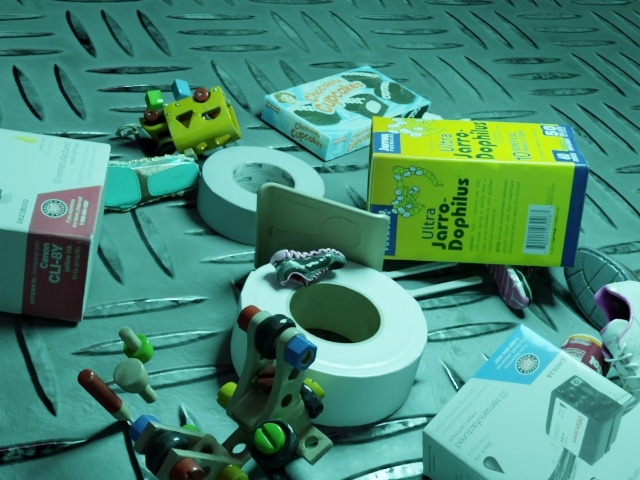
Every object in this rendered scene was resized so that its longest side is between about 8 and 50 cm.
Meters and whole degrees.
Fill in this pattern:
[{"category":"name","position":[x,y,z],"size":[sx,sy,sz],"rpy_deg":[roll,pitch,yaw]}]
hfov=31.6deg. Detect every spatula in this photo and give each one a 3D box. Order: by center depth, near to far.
[{"category":"spatula","position":[0.148,0.058,1.928],"size":[0.242,0.019,0.168],"rpy_deg":[-9,34,-31]}]

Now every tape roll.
[{"category":"tape roll","position":[0.011,0.142,1.677],"size":[0.286,0.100,0.286],"rpy_deg":[9,35,-7]},{"category":"tape roll","position":[-0.105,-0.080,1.985],"size":[0.219,0.072,0.219],"rpy_deg":[9,33,-6]}]

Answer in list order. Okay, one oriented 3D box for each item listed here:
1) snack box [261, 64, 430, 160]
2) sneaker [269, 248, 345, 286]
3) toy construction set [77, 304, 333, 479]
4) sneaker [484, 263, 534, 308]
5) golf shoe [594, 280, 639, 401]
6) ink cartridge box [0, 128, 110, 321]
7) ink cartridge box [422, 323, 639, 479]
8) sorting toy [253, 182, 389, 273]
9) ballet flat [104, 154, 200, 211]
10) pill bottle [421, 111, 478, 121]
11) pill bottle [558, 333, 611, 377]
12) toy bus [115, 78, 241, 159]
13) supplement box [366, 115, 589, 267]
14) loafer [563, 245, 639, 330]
[{"category":"snack box","position":[0.055,-0.268,2.329],"size":[0.187,0.060,0.322],"rpy_deg":[35,39,29]},{"category":"sneaker","position":[-0.016,0.045,1.689],"size":[0.119,0.047,0.057],"rpy_deg":[-3,59,-22]},{"category":"toy construction set","position":[-0.128,0.234,1.456],"size":[0.309,0.237,0.257],"rpy_deg":[8,61,22]},{"category":"sneaker","position":[0.341,0.056,1.954],"size":[0.074,0.063,0.170],"rpy_deg":[-2,31,-12]},{"category":"golf shoe","position":[0.482,0.196,1.702],"size":[0.140,0.115,0.306],"rpy_deg":[14,53,-18]},{"category":"ink cartridge box","position":[-0.526,-0.043,1.696],"size":[0.384,0.160,0.279],"rpy_deg":[8,34,-9]},{"category":"ink cartridge box","position":[0.319,0.291,1.479],"size":[0.307,0.129,0.223],"rpy_deg":[34,63,28]},{"category":"sorting toy","position":[0.000,0.000,1.786],"size":[0.208,0.193,0.038],"rpy_deg":[14,46,9]},{"category":"ballet flat","position":[-0.320,-0.099,1.946],"size":[0.241,0.091,0.077],"rpy_deg":[-7,9,-35]},{"category":"pill bottle","position":[0.310,-0.139,2.143],"size":[0.278,0.162,0.162],"rpy_deg":[18,34,8]},{"category":"pill bottle","position":[0.382,0.212,1.721],"size":[0.086,0.086,0.152],"rpy_deg":[26,36,18]},{"category":"toy bus","position":[-0.245,-0.200,2.074],"size":[0.191,0.202,0.104],"rpy_deg":[-5,68,-38]},{"category":"supplement box","position":[0.259,-0.086,1.945],"size":[0.356,0.195,0.194],"rpy_deg":[2,26,1]},{"category":"loafer","position":[0.536,0.126,1.911],"size":[0.095,0.109,0.302],"rpy_deg":[4,36,-49]}]
